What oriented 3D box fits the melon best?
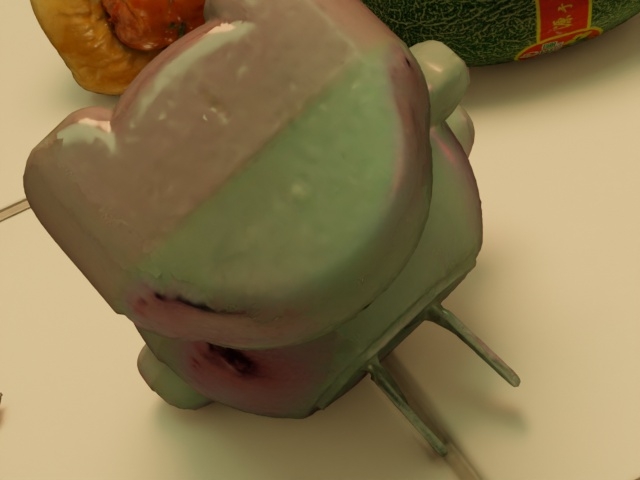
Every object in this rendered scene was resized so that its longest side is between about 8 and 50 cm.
[{"bbox_3d":[0.129,-0.214,1.116,0.288,0.182,0.182,-16,36,3],"label":"melon"}]

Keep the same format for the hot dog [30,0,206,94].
[{"bbox_3d":[-0.104,-0.228,1.268,0.153,0.150,0.256,-3,38,34],"label":"hot dog"}]

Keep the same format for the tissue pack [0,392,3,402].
[{"bbox_3d":[-0.249,0.164,0.920,0.123,0.026,0.193,-15,36,6],"label":"tissue pack"}]

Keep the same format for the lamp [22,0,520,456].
[{"bbox_3d":[0.000,0.000,0.831,0.247,0.301,0.247,43,86,10],"label":"lamp"}]
